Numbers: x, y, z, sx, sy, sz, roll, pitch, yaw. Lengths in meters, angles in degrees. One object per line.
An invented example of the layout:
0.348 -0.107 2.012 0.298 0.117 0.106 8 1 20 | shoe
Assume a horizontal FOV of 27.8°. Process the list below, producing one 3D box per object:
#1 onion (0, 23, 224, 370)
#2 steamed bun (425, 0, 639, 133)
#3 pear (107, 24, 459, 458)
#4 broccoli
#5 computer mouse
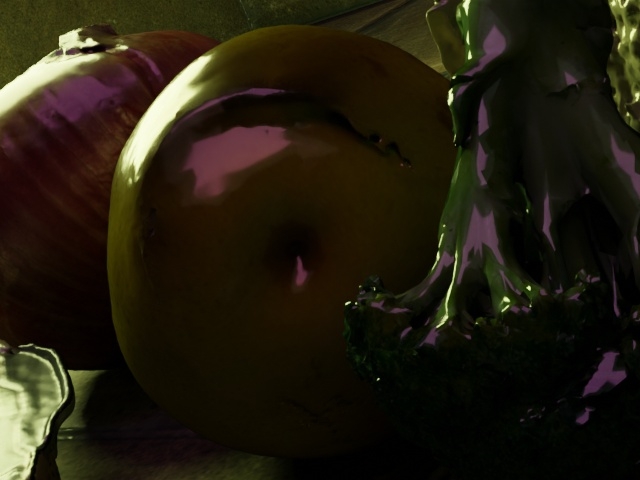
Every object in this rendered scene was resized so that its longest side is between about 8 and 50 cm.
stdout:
-0.177 -0.038 1.181 0.353 0.354 0.353 -22 15 6 | onion
0.256 -0.117 0.876 0.273 0.290 0.272 -20 27 -15 | steamed bun
-0.012 0.004 0.862 0.285 0.285 0.336 -29 0 -17 | pear
0.133 0.001 0.649 0.254 0.269 0.269 -12 16 3 | broccoli
-0.256 0.189 0.895 0.199 0.115 0.389 -15 25 -5 | computer mouse
